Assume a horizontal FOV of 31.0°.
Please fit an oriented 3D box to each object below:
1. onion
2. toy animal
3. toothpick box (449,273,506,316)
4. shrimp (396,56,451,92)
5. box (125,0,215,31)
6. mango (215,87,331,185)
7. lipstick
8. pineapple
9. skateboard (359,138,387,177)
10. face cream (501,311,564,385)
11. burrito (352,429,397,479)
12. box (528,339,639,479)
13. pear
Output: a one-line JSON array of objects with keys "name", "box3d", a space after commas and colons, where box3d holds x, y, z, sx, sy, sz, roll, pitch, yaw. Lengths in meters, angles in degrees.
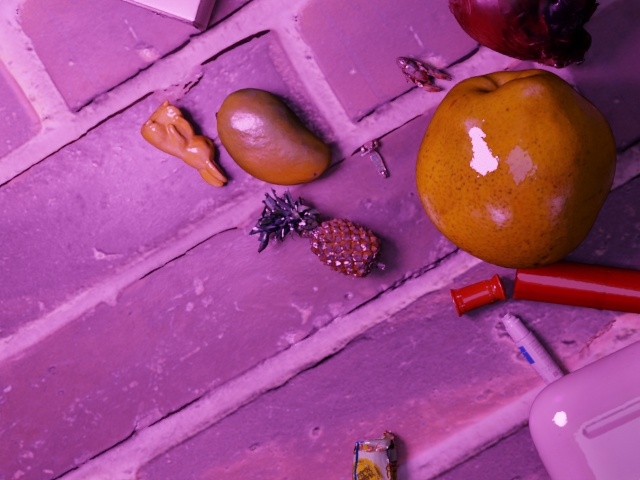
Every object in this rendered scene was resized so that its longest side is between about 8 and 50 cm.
[{"name": "onion", "box3d": [0.315, -0.398, 1.683, 0.281, 0.221, 0.280, -5, 103, -21]}, {"name": "toy animal", "box3d": [-0.209, -0.147, 1.837, 0.159, 0.083, 0.070, 38, 71, -8]}, {"name": "toothpick box", "box3d": [0.247, 0.085, 1.800, 0.083, 0.047, 0.047, -20, 91, 7]}, {"name": "shrimp", "box3d": [0.157, -0.255, 1.798, 0.092, 0.029, 0.038, 21, 95, 1]}, {"name": "box", "box3d": [-0.241, -0.477, 1.793, 0.203, 0.106, 0.251, 20, 97, 6]}, {"name": "mango", "box3d": [-0.081, -0.154, 1.804, 0.191, 0.085, 0.122, 45, 94, 3]}, {"name": "lipstick", "box3d": [0.438, 0.073, 1.765, 0.280, 0.073, 0.073, 7, 94, 7]}, {"name": "pineapple", "box3d": [0.000, -0.001, 1.803, 0.221, 0.083, 0.103, 24, 125, 2]}, {"name": "skateboard", "box3d": [0.085, -0.125, 1.787, 0.032, 0.083, 0.063, -27, 91, 7]}, {"name": "face cream", "box3d": [0.328, 0.166, 1.801, 0.034, 0.034, 0.130, -38, 90, 8]}, {"name": "burrito", "box3d": [0.068, 0.443, 1.840, 0.104, 0.054, 0.287, 2, 94, 7]}, {"name": "box", "box3d": [0.494, 0.335, 1.717, 0.289, 0.141, 0.348, -27, 77, 7]}, {"name": "pear", "box3d": [0.285, -0.102, 1.676, 0.294, 0.294, 0.294, 0, 94, 7]}]
